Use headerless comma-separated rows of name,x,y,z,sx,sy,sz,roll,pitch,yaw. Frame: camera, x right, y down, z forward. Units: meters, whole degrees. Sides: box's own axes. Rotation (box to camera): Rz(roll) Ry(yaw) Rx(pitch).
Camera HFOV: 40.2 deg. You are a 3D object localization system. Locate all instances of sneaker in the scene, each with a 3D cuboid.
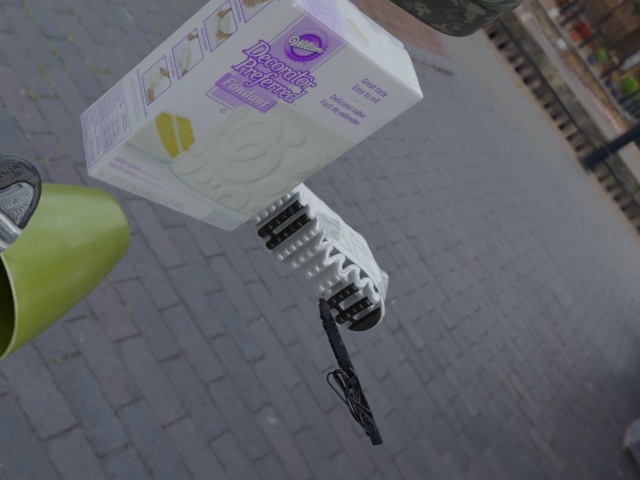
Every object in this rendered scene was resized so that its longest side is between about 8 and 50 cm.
sneaker,-0.354,-0.009,0.828,0.086,0.229,0.132,48,4,-21
sneaker,0.000,0.000,1.312,0.292,0.110,0.118,53,36,-13

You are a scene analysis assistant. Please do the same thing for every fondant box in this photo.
fondant box,-0.084,-0.156,1.029,0.238,0.330,0.096,23,42,-47

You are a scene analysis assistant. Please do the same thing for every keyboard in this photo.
keyboard,0.028,0.173,1.099,0.100,0.038,0.192,-121,-171,-72

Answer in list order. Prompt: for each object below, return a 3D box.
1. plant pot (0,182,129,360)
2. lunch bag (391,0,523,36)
plant pot,-0.461,0.017,1.404,0.275,0.275,0.293,57,38,4
lunch bag,0.103,-0.349,0.756,0.305,0.212,0.256,32,-12,-12
